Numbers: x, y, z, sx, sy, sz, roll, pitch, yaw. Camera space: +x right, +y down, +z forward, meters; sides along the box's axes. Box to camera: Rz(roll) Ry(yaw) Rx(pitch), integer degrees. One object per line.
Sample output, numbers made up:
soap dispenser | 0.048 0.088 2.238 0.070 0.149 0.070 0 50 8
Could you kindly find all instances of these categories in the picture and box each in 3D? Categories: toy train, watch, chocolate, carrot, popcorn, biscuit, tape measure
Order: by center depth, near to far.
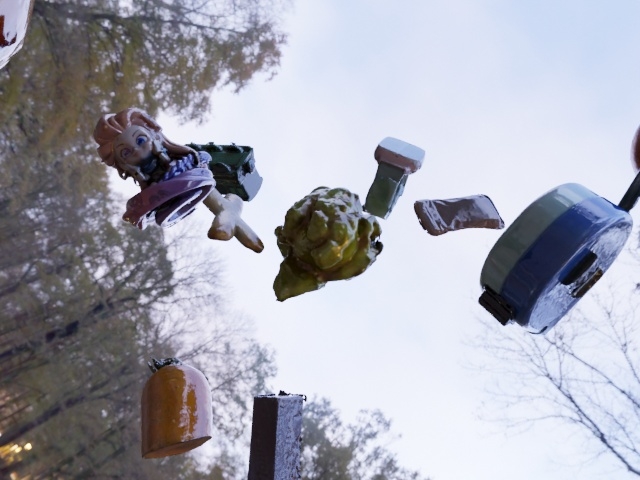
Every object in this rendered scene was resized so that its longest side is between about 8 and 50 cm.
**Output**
tape measure | 0.360 -0.023 0.641 0.351 0.215 0.098 -53 -128 11
chocolate | -0.118 0.535 1.201 0.111 0.112 0.322 -9 -114 31
biscuit | -0.235 -0.061 1.227 0.047 0.164 0.208 -50 -133 22
popcorn | -0.009 -0.003 1.341 0.325 0.321 0.290 4 -77 54
carrot | -0.407 0.467 1.376 0.214 0.193 0.331 72 -4 -47
toy train | -0.344 -0.222 1.591 0.330 0.139 0.178 7 -36 27
watch | 0.229 -0.191 1.592 0.161 0.253 0.241 23 -61 12

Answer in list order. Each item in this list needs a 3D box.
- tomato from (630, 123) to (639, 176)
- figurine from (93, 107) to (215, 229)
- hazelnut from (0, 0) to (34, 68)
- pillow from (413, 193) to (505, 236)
tomato | 0.776 -0.188 0.986 0.236 0.095 0.237 5 -65 11
figurine | -0.202 -0.084 0.583 0.126 0.114 0.157 -44 -110 5
hazelnut | -0.384 -0.267 0.348 0.372 0.315 0.373 1 -82 7
pillow | 0.343 -0.068 1.208 0.034 0.211 0.135 92 -10 -48
